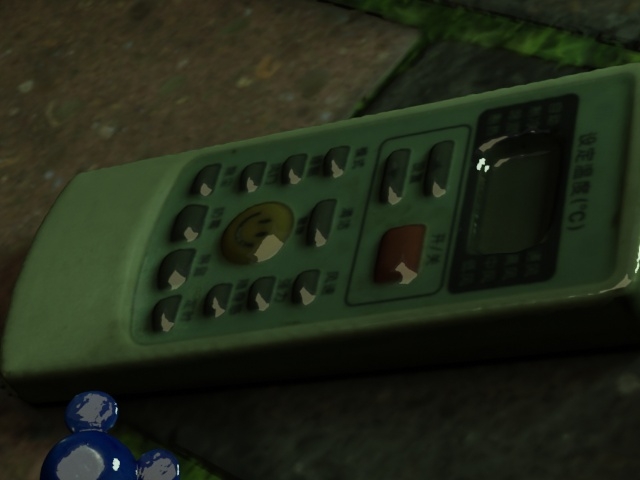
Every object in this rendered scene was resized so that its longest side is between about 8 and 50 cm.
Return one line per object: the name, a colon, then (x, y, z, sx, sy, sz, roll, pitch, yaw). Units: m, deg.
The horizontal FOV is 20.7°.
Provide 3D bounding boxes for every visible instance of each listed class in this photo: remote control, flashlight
remote control: (0.000, 0.000, 0.703, 0.285, 0.038, 0.123, -6, 46, 26)
flashlight: (-0.108, 0.114, 0.657, 0.057, 0.035, 0.121, 40, 78, 23)
